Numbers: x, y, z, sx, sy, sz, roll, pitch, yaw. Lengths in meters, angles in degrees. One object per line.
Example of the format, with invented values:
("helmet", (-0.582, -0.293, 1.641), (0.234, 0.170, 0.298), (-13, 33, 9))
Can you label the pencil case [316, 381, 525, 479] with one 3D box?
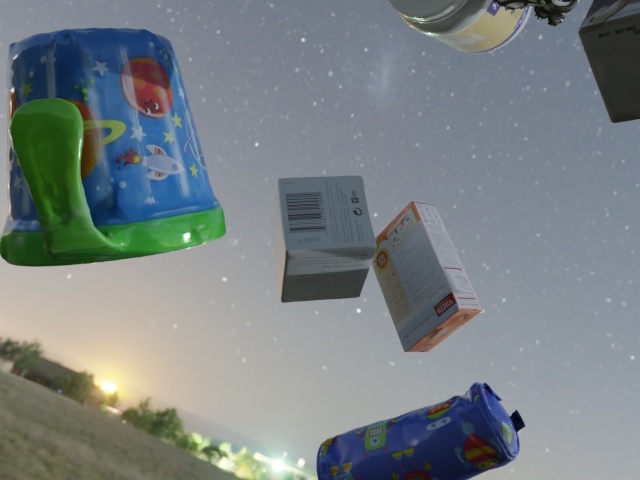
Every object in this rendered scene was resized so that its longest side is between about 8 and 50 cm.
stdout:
("pencil case", (0.143, 0.307, 1.007), (0.306, 0.133, 0.119), (-28, -59, 22))

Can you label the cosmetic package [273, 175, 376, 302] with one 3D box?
("cosmetic package", (0.000, 0.000, 1.188), (0.152, 0.151, 0.183), (-3, -31, -8))

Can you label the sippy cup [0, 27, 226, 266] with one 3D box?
("sippy cup", (-0.229, -0.102, 0.723), (0.240, 0.223, 0.306), (-11, 9, -36))

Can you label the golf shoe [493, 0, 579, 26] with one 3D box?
("golf shoe", (0.414, -0.490, 1.309), (0.198, 0.077, 0.094), (10, -20, -19))

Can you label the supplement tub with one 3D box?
("supplement tub", (0.304, -0.554, 1.479), (0.241, 0.240, 0.331), (9, 8, 33))

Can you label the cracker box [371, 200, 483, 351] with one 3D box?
("cracker box", (0.182, 0.067, 1.233), (0.067, 0.232, 0.155), (7, -39, -35))

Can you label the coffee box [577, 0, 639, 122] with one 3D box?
("coffee box", (0.394, -0.262, 0.675), (0.168, 0.297, 0.118), (-2, -47, 44))
